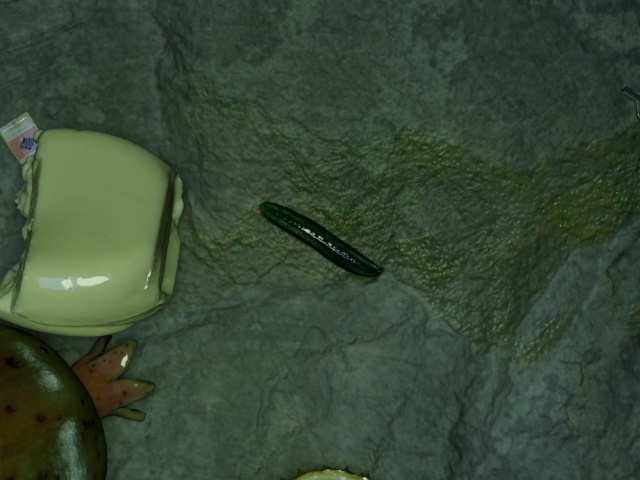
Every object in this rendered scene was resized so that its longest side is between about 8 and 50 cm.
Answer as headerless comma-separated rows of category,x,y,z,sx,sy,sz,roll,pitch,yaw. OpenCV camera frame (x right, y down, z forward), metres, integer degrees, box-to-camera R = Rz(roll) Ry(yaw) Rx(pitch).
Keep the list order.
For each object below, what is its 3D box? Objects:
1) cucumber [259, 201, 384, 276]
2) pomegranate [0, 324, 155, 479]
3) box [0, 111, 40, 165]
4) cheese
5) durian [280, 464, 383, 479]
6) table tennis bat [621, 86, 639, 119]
cucumber,0.000,0.000,1.189,0.184,0.036,0.033,33,93,0
pomegranate,-0.372,0.222,1.057,0.291,0.323,0.290,6,112,15
box,-0.377,-0.121,1.180,0.046,0.012,0.083,-34,89,-6
cheese,-0.282,-0.011,1.081,0.233,0.127,0.266,7,52,-10
durian,-0.001,0.381,1.109,0.250,0.138,0.183,6,54,-13
table tennis bat,0.454,-0.186,1.257,0.083,0.007,0.050,34,84,-3
